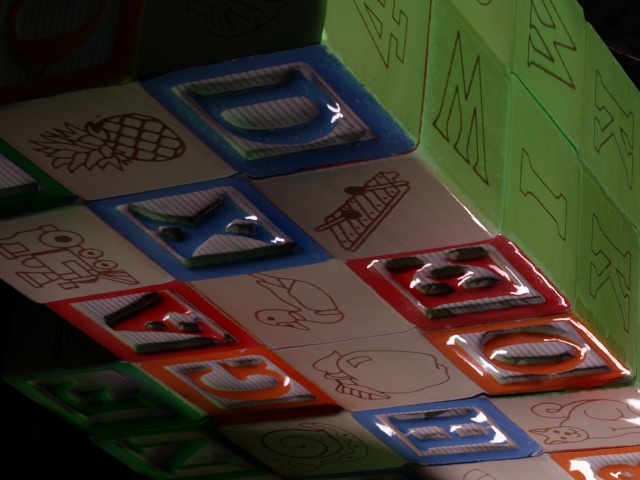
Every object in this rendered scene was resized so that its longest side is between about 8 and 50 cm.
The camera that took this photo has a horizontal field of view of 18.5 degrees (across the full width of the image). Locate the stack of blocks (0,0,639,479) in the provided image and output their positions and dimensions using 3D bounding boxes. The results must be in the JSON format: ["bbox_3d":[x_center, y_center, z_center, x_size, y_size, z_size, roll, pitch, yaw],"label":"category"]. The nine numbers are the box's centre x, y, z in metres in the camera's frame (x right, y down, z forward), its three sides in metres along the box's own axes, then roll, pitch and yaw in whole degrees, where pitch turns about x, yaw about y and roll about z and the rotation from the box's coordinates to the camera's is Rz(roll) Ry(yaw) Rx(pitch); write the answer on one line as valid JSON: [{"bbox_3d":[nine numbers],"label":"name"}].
[{"bbox_3d":[0.000,0.000,0.536,0.297,0.171,0.087,43,46,-51],"label":"stack of blocks"}]

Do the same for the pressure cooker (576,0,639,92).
[{"bbox_3d":[0.191,-0.248,0.921,0.420,0.376,0.370,-64,164,-59],"label":"pressure cooker"}]
